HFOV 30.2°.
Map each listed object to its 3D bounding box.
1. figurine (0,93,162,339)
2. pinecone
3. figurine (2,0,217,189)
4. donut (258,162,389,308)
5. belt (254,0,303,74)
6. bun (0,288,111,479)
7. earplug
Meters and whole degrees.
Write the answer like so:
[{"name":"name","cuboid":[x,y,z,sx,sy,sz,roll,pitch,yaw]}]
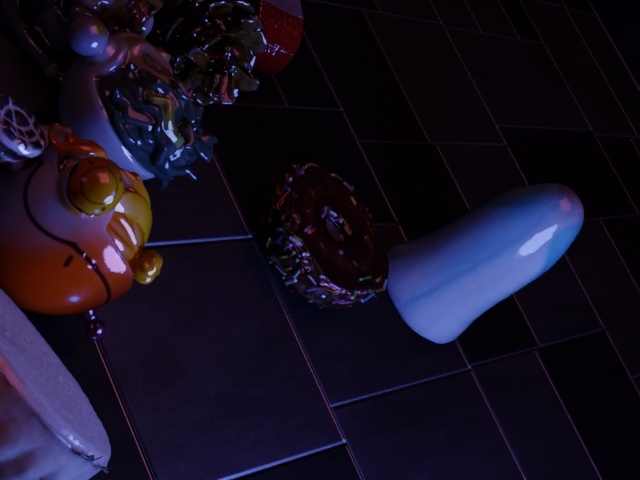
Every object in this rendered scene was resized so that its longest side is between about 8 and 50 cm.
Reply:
[{"name":"figurine","cuboid":[-0.313,-0.036,1.272,0.323,0.320,0.196,38,74,-39]},{"name":"pinecone","cuboid":[-0.166,-0.289,1.699,0.204,0.179,0.184,-121,-168,-62]},{"name":"figurine","cuboid":[-0.270,-0.231,1.544,0.261,0.186,0.381,14,44,-59]},{"name":"donut","cuboid":[0.000,0.000,1.751,0.235,0.089,0.235,32,40,-32]},{"name":"belt","cuboid":[-0.100,-0.366,1.915,0.124,0.128,0.200,19,51,-43]},{"name":"bun","cuboid":[-0.340,0.160,1.134,0.263,0.175,0.263,53,-5,6]},{"name":"earplug","cuboid":[0.273,0.010,1.868,0.185,0.324,0.185,31,40,-30]}]
